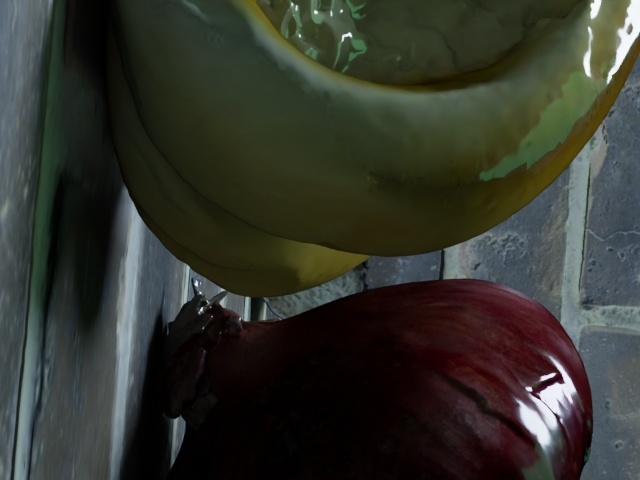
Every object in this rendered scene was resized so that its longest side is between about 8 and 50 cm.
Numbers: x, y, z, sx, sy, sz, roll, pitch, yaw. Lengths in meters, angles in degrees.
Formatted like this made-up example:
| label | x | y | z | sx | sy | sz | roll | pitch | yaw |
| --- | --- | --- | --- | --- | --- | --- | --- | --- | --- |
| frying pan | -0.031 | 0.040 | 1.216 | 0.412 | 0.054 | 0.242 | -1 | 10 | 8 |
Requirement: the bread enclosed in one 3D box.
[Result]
| label | x | y | z | sx | sy | sz | roll | pitch | yaw |
| --- | --- | --- | --- | --- | --- | --- | --- | --- | --- |
| bread | -0.004 | -0.183 | 0.876 | 0.245 | 0.329 | 0.424 | -25 | -131 | 44 |

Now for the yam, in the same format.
| label | x | y | z | sx | sy | sz | roll | pitch | yaw |
| --- | --- | --- | --- | --- | --- | --- | --- | --- | --- |
| yam | -0.002 | 0.000 | 1.843 | 0.279 | 0.131 | 0.131 | -79 | 173 | -72 |

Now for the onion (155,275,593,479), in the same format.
| label | x | y | z | sx | sy | sz | roll | pitch | yaw |
| --- | --- | --- | --- | --- | --- | --- | --- | --- | --- |
| onion | -0.001 | 0.146 | 1.071 | 0.347 | 0.285 | 0.347 | -47 | -178 | 2 |
